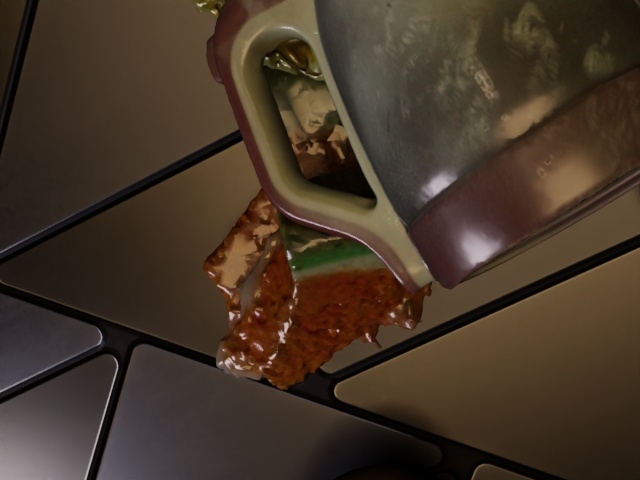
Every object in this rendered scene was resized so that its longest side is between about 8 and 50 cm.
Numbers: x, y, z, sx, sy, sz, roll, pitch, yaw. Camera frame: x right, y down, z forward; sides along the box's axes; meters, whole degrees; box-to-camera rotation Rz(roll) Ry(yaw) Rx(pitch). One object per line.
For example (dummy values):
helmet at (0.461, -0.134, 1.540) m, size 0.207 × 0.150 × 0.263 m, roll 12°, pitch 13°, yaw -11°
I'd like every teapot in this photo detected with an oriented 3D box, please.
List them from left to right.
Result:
teapot at (0.080, -0.130, 0.873) m, size 0.315 × 0.233 × 0.312 m, roll -32°, pitch 80°, yaw 14°

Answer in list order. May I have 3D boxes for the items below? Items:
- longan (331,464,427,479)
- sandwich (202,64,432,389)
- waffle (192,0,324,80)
longan at (0.047, 0.317, 1.071) m, size 0.197 × 0.196 × 0.220 m, roll -12°, pitch 105°, yaw 11°
sandwich at (0.000, 0.000, 1.022) m, size 0.250 × 0.162 × 0.301 m, roll 31°, pitch 102°, yaw 5°
waffle at (0.003, -0.242, 0.997) m, size 0.208 × 0.054 × 0.214 m, roll 25°, pitch 83°, yaw 9°
